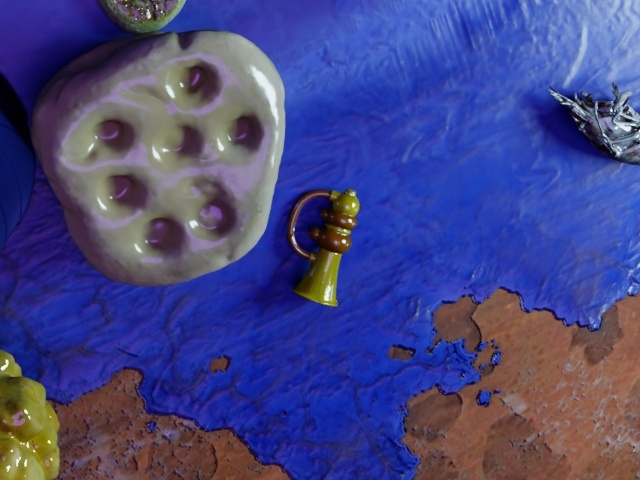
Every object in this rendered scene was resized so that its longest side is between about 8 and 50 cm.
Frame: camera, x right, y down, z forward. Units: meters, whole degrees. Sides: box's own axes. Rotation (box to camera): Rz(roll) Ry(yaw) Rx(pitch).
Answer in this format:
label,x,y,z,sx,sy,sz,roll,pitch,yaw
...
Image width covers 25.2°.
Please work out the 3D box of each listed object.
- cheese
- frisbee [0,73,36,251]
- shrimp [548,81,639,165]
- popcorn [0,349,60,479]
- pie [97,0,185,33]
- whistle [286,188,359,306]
label,x,y,z,sx,sy,sz,roll,pitch,yaw
cheese,-0.136,-0.079,1.205,0.218,0.117,0.235,30,99,-23
frisbee,-0.356,-0.058,1.182,0.242,0.045,0.242,-7,112,-17
shrimp,0.282,-0.113,1.362,0.165,0.056,0.065,24,116,-34
popcorn,-0.336,0.175,1.173,0.250,0.250,0.190,-3,116,-17
pie,-0.151,-0.216,1.203,0.084,0.021,0.084,-6,111,-16
whistle,0.001,0.001,1.329,0.046,0.057,0.109,0,105,-65
